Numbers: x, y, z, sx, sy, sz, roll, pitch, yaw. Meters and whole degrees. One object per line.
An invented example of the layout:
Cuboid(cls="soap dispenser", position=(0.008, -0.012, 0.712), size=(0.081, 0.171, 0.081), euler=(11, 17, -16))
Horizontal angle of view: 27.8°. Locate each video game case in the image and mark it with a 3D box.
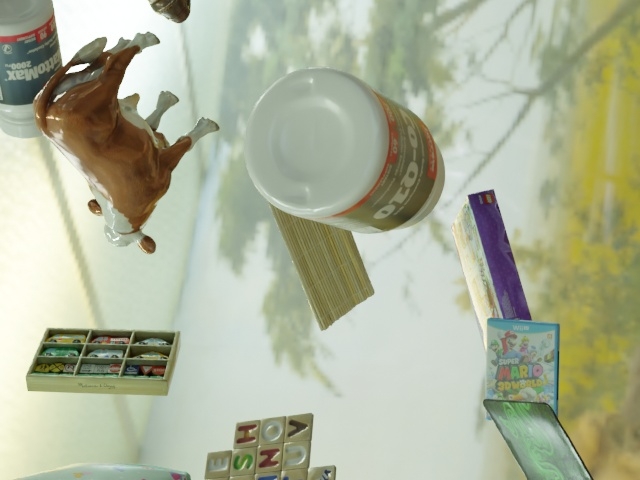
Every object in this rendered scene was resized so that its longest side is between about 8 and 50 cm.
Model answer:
Cuboid(cls="video game case", position=(0.321, 0.210, 2.062), size=(0.015, 0.119, 0.166), euler=(-11, -78, -61))

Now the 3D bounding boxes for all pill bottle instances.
Cuboid(cls="pill bottle", position=(-0.381, -0.224, 1.640), size=(0.108, 0.107, 0.180), euler=(-76, -11, -46))
Cuboid(cls="pill bottle", position=(0.041, -0.092, 1.465), size=(0.283, 0.161, 0.161), euler=(12, -95, -68))

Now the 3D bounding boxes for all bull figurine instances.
Cuboid(cls="bull figurine", position=(-0.230, -0.116, 1.548), size=(0.188, 0.101, 0.310), euler=(-54, -28, -14))

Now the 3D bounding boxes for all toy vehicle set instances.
Cuboid(cls="toy vehicle set", position=(-0.409, 0.229, 2.461), size=(0.166, 0.266, 0.035), euler=(-85, -4, -60))

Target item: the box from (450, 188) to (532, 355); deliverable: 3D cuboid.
Cuboid(cls="box", position=(0.325, 0.073, 2.453), size=(0.201, 0.057, 0.293), euler=(104, 153, -72))

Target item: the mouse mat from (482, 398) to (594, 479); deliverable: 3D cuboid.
Cuboid(cls="mouse mat", position=(0.305, 0.294, 1.754), size=(0.190, 0.007, 0.152), euler=(60, 153, -11))

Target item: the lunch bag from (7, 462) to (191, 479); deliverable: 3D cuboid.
Cuboid(cls="lunch bag", position=(-0.351, 0.397, 1.844), size=(0.223, 0.262, 0.160), euler=(-8, -78, -63))

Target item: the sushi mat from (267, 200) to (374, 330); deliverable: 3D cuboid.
Cuboid(cls="sushi mat", position=(0.000, 0.000, 2.386), size=(0.151, 0.019, 0.317), euler=(-36, -63, -30))

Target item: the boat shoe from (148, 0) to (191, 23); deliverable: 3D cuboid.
Cuboid(cls="boat shoe", position=(-0.253, -0.409, 2.122), size=(0.073, 0.073, 0.207), euler=(43, -164, -27))

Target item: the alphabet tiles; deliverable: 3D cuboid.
Cuboid(cls="alphabet tiles", position=(-0.071, 0.341, 1.688), size=(0.009, 0.198, 0.237), euler=(48, -141, -49))
